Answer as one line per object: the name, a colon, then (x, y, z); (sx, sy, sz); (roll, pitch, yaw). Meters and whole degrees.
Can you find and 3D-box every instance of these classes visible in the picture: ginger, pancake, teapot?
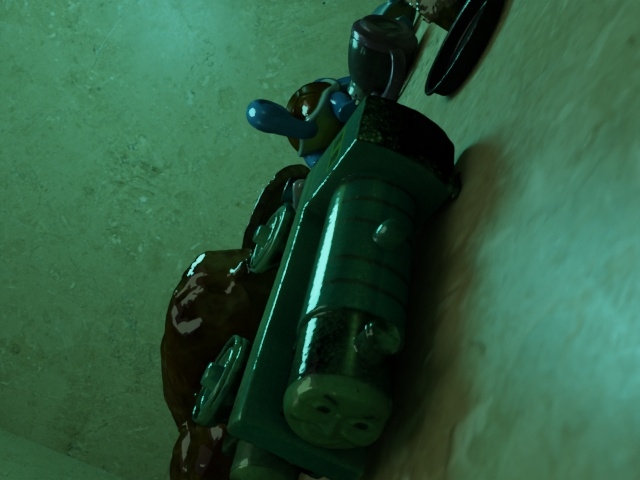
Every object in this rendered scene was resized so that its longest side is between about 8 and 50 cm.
ginger: (-0.097, 0.176, 0.719); (0.357, 0.153, 0.274); (119, 144, -65)
pancake: (-0.059, -0.020, 0.966); (0.199, 0.021, 0.199); (-48, -29, -38)
teapot: (0.109, -0.300, 1.121); (0.116, 0.148, 0.146); (-24, -37, -39)

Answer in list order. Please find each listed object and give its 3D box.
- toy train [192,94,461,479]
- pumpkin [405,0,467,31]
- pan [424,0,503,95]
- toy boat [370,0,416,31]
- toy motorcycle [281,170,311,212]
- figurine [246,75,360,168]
toy train: (0.011, 0.036, 0.487); (0.194, 0.120, 0.298); (-50, 17, 40)
pumpkin: (0.176, -0.376, 0.851); (0.280, 0.190, 0.139); (54, 132, 31)
pan: (0.170, -0.255, 0.662); (0.136, 0.028, 0.235); (-84, 17, -70)
toy boat: (0.150, -0.414, 1.304); (0.102, 0.088, 0.215); (15, 78, 49)
toy motorcycle: (-0.024, 0.015, 0.884); (0.260, 0.110, 0.170); (112, 180, -57)
figurine: (-0.005, -0.304, 1.669); (0.416, 0.243, 0.297); (-36, -32, -58)
